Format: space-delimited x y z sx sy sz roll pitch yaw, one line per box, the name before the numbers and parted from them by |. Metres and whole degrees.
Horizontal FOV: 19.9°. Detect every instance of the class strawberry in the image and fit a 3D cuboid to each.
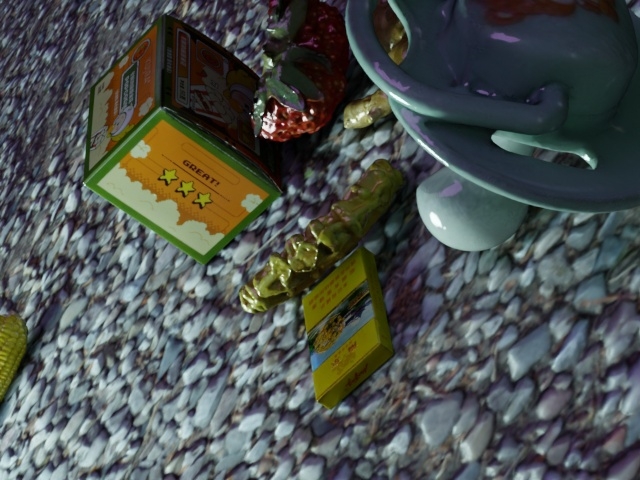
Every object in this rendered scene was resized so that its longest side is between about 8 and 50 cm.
strawberry | -0.021 -0.169 1.971 0.228 0.098 0.174 102 178 -75

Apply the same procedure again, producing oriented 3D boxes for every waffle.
waffle | 0.003 0.002 1.759 0.194 0.051 0.149 -45 -4 33

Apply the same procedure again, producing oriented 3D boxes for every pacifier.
pacifier | 0.141 -0.105 1.506 0.343 0.288 0.269 -86 13 -53

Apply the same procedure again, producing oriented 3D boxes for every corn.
corn | -0.424 0.181 2.271 0.067 0.067 0.206 -5 57 57

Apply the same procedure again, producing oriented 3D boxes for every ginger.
ginger | 0.077 -0.198 1.900 0.176 0.052 0.193 1 68 60

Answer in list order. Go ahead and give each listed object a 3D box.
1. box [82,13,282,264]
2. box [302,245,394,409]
box | -0.150 -0.116 2.034 0.148 0.177 0.195 -41 29 25
box | 0.024 0.079 1.691 0.087 0.023 0.155 -41 30 20
